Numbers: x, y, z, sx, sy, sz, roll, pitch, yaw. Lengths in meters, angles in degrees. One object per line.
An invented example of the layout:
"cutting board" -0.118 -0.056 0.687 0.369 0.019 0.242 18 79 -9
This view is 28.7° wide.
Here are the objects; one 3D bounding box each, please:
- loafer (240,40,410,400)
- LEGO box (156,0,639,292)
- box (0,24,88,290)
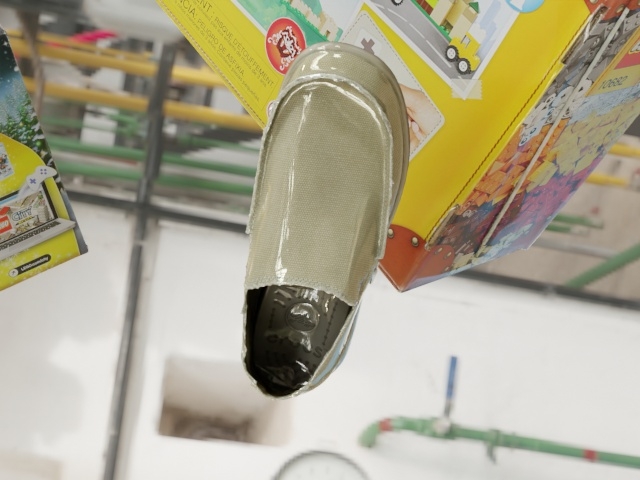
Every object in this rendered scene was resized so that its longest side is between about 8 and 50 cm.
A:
"loafer" 0.000 0.000 0.849 0.092 0.102 0.268 -73 -9 -62
"LEGO box" 0.063 -0.270 1.080 0.500 0.193 0.372 51 131 21
"box" -0.270 -0.017 0.730 0.044 0.233 0.159 44 154 50
